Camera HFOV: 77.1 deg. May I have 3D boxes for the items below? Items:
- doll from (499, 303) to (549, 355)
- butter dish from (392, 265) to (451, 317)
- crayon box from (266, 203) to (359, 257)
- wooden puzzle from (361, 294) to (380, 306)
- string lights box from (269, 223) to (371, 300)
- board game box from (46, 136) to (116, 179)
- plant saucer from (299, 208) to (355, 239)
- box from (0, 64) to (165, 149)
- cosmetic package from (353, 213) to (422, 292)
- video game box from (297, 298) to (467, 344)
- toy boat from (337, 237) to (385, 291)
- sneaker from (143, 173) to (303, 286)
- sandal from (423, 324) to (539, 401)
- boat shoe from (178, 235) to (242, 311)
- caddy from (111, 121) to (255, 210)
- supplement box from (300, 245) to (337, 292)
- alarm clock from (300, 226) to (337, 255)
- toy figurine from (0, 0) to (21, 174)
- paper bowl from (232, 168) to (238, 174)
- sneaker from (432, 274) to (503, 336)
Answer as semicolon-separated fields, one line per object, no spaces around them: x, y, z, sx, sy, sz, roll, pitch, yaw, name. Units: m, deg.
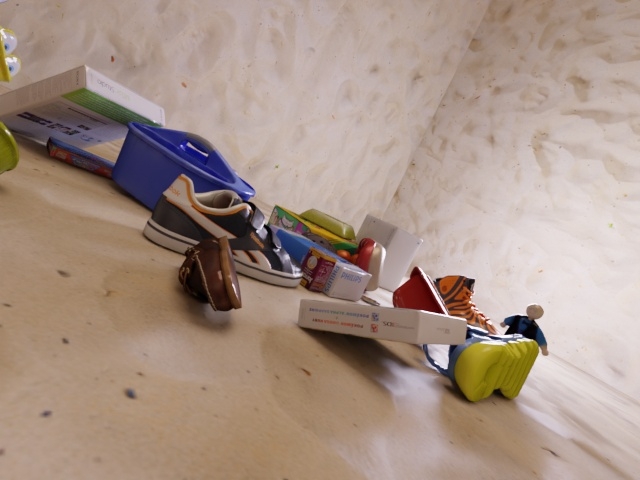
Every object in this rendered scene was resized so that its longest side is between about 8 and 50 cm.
0.473;0.237;0.949;0.046;0.189;0.129;23;5;-37;doll
0.202;0.155;0.881;0.160;0.118;0.160;68;-4;-73;butter dish
0.000;0.000;1.497;0.313;0.106;0.363;24;5;-29;crayon box
0.127;0.158;1.057;0.083;0.006;0.049;24;5;-24;wooden puzzle
-0.017;0.052;1.002;0.259;0.077;0.133;30;6;38;string lights box
-0.542;-0.183;1.038;0.281;0.027;0.145;23;5;-41;board game box
0.038;-0.064;1.485;0.188;0.045;0.188;27;6;18;plant saucer
-0.580;-0.301;0.962;0.321;0.059;0.232;-6;-7;19;box
0.232;0.045;1.548;0.138;0.224;0.224;24;5;-31;cosmetic package
0.100;0.125;0.611;0.187;0.048;0.205;-3;-14;36;video game box
0.110;0.067;1.238;0.151;0.151;0.231;9;5;-3;toy boat
-0.141;-0.011;0.740;0.321;0.128;0.126;24;3;-39;sneaker
0.302;0.212;0.750;0.317;0.126;0.138;24;1;-44;sandal
-0.143;0.044;0.514;0.073;0.073;0.207;-14;12;-13;boat shoe
-0.315;-0.162;0.950;0.341;0.179;0.241;33;8;18;caddy
-0.010;0.063;0.872;0.043;0.083;0.055;21;7;-46;supplement box
-0.002;0.041;1.180;0.129;0.064;0.192;7;36;-45;alarm clock
-0.399;-0.103;0.354;0.191;0.217;0.362;7;-30;-31;toy figurine
-0.452;-0.241;1.439;0.284;0.148;0.284;27;5;-3;paper bowl
0.478;0.214;1.277;0.321;0.180;0.124;29;6;34;sneaker
